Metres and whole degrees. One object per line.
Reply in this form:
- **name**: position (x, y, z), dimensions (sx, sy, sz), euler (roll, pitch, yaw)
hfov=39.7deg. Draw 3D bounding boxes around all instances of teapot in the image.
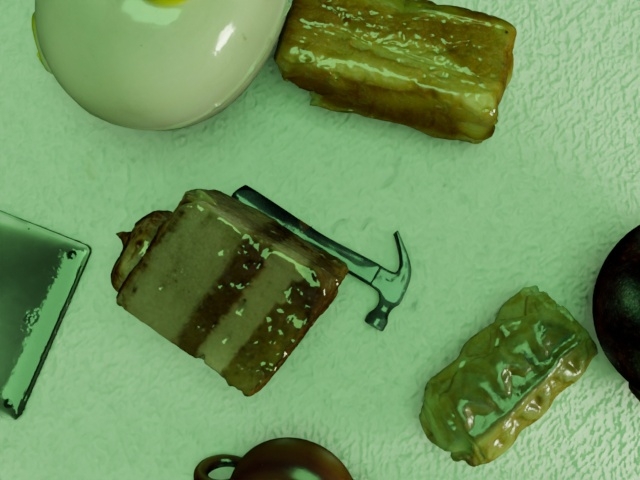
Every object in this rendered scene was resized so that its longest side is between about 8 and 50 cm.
- **teapot**: position (-0.050, 0.335, 1.214), dimensions (0.252, 0.135, 0.178), euler (9, 113, 15)

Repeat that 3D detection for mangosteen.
- **mangosteen**: position (0.507, 0.103, 1.199), dimensions (0.288, 0.288, 0.288), euler (0, 84, -3)

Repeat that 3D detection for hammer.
- **hammer**: position (0.000, 0.000, 1.284), dimensions (0.290, 0.037, 0.137), euler (31, 84, 0)

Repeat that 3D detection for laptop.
- **laptop**: position (-0.462, 0.098, 1.260), dimensions (0.187, 0.015, 0.269), euler (22, 84, -1)

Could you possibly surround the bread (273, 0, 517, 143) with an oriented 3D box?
- **bread**: position (0.106, -0.259, 1.264), dimensions (0.344, 0.149, 0.195), euler (17, 72, -1)

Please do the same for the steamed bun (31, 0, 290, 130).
- **steamed bun**: position (-0.207, -0.328, 1.172), dimensions (0.334, 0.334, 0.374), euler (25, 80, 0)

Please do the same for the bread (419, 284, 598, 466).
- **bread**: position (0.255, 0.193, 1.235), dimensions (0.267, 0.130, 0.152), euler (-43, 97, -6)

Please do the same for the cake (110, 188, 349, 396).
- **cake**: position (-0.133, 0.041, 1.186), dimensions (0.293, 0.196, 0.199), euler (34, 103, 4)
